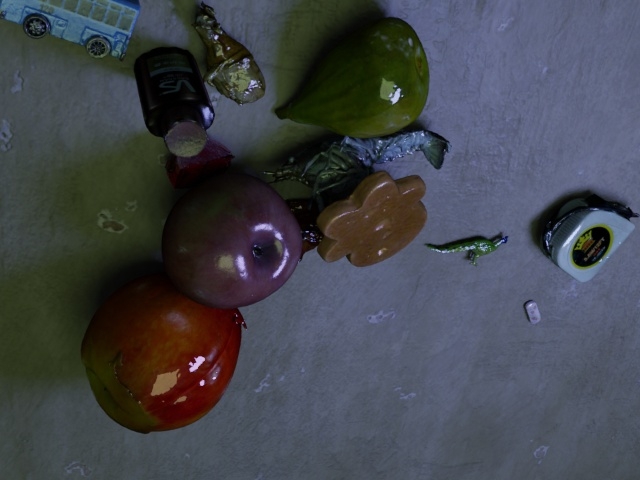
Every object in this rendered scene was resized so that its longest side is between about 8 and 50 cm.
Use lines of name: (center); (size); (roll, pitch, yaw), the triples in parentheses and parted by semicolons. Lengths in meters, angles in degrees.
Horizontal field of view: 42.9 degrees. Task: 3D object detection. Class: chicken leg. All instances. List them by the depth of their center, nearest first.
chicken leg: (-0.190, -0.355, 1.589); (0.103, 0.088, 0.227); (-25, 132, 16)
chicken leg: (0.005, -0.009, 1.907); (0.323, 0.083, 0.177); (-1, 133, -15)

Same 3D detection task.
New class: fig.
fig: (0.084, -0.315, 1.669); (0.233, 0.233, 0.314); (26, 156, -31)

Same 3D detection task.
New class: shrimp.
shrimp: (0.081, -0.164, 1.776); (0.411, 0.166, 0.221); (-24, 151, -18)

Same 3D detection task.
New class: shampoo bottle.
shampoo bottle: (-0.266, -0.258, 1.482); (0.129, 0.323, 0.084); (-7, 125, -12)

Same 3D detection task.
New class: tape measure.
tape measure: (0.677, -0.030, 2.086); (0.207, 0.115, 0.235); (31, 102, -33)

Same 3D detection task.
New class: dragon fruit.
dragon fruit: (-0.267, -0.170, 1.701); (0.147, 0.096, 0.102); (-14, 146, -47)

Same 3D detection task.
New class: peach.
peach: (-0.334, 0.236, 1.791); (0.370, 0.370, 0.370); (-9, 126, -12)

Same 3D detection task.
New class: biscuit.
biscuit: (0.119, -0.043, 1.776); (0.275, 0.052, 0.355); (-38, 155, 11)

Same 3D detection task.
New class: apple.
apple: (-0.177, 0.001, 1.680); (0.306, 0.235, 0.305); (-7, 100, -42)

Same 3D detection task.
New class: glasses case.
glasses case: (0.592, 0.201, 2.269); (0.032, 0.021, 0.083); (-25, 128, 3)

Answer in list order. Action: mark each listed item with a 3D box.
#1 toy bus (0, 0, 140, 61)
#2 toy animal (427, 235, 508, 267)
toy bus: (-0.449, -0.421, 1.443); (0.234, 0.116, 0.133); (15, 117, -29)
toy animal: (0.373, 0.031, 2.070); (0.217, 0.041, 0.075); (-6, 124, -9)
